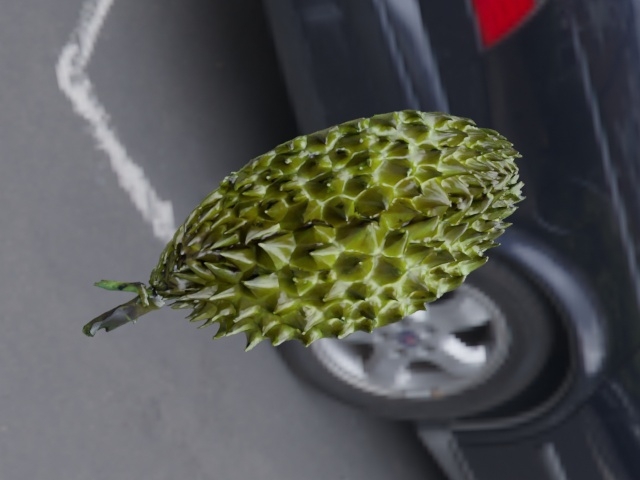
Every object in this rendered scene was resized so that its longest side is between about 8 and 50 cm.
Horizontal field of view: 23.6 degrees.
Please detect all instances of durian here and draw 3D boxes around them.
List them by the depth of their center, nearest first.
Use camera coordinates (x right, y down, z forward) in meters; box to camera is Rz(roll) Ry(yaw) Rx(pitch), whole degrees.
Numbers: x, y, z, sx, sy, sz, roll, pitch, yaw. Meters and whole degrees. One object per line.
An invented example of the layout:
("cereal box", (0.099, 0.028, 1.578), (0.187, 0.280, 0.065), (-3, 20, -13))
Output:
("durian", (0.000, 0.000, 0.666), (0.100, 0.215, 0.086), (160, -88, -77))
